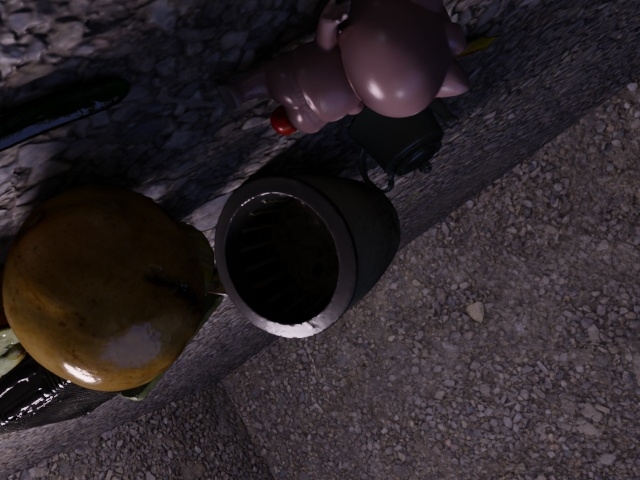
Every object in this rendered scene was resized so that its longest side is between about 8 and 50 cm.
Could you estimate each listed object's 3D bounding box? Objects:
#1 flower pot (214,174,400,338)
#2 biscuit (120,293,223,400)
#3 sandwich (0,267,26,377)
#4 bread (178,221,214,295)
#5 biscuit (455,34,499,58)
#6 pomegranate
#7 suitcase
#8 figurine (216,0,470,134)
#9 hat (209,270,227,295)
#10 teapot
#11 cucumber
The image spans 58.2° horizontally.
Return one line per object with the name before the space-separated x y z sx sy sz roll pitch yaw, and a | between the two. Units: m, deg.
flower pot | 0.000 0.000 1.138 0.294 0.293 0.330 -39 173 29
biscuit | -0.346 0.241 1.356 0.099 0.038 0.322 5 -130 45
sandwich | -0.523 0.147 0.820 0.273 0.095 0.249 -40 165 35
bread | -0.271 0.056 0.927 0.213 0.213 0.105 -35 130 12
biscuit | 0.190 -0.306 0.966 0.292 0.026 0.048 -25 -175 -28
pomegranate | -0.269 0.059 0.727 0.261 0.260 0.260 -31 167 -8
suitcase | -0.512 0.256 1.153 0.230 0.152 0.335 -34 165 5
figurine | 0.030 -0.219 0.707 0.288 0.176 0.186 -21 -145 25
hat | -0.203 0.084 1.398 0.193 0.082 0.193 6 -177 0
teapot | 0.155 -0.180 1.074 0.162 0.149 0.239 -21 163 -46
cucumber | -0.270 -0.120 0.555 0.184 0.033 0.036 -28 142 -19
